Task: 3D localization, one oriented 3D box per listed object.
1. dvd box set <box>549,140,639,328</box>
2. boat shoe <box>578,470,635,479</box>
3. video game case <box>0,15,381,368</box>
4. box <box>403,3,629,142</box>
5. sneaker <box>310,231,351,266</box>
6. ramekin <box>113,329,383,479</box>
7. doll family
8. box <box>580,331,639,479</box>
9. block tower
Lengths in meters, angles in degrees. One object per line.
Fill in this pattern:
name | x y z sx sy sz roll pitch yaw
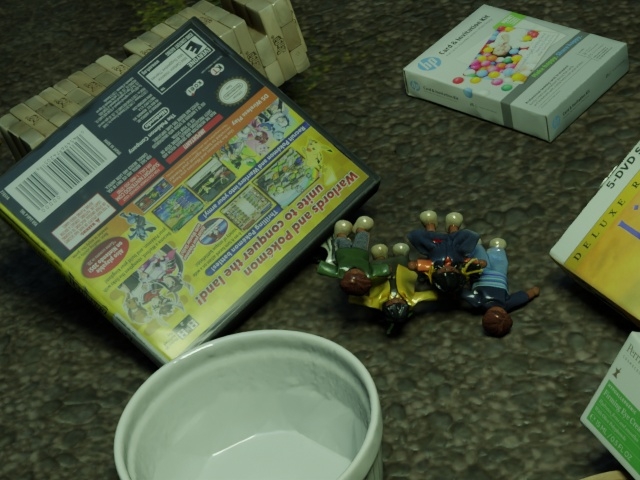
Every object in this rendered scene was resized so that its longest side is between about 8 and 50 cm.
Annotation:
dvd box set | 0.416 0.002 1.209 0.307 0.062 0.420 -50 44 1
boat shoe | 0.153 0.227 1.108 0.207 0.073 0.073 -20 37 -8
video game case | -0.126 -0.045 1.435 0.248 0.035 0.275 42 68 13
box | 0.204 -0.178 1.619 0.186 0.038 0.145 23 51 38
sneaker | 0.000 0.000 1.464 0.037 0.032 0.083 -28 40 -18
ramekin | -0.048 0.177 1.201 0.207 0.109 0.207 -8 39 6
doll family | 0.095 0.033 1.364 0.193 0.076 0.111 -7 34 3
box | 0.271 0.134 1.144 0.102 0.087 0.101 12 24 -35
block tower | -0.165 -0.150 1.564 0.335 0.097 0.091 -35 38 -18
